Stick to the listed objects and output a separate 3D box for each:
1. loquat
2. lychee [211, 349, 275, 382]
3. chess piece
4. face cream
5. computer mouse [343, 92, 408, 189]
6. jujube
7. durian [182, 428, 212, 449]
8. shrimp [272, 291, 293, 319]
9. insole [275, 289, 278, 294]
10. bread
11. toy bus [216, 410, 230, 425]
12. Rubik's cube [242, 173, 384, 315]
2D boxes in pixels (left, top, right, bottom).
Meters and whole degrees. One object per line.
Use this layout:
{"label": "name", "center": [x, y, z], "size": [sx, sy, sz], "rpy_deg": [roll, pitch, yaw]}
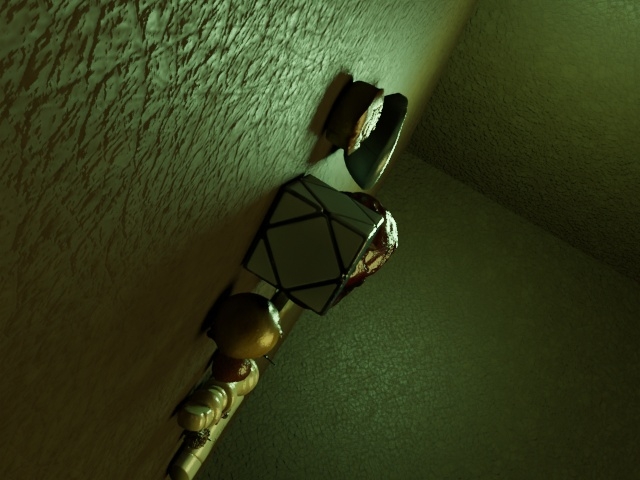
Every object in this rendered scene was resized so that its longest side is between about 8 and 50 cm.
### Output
{"label": "loquat", "center": [-0.156, 0.178, 1.365], "size": [0.163, 0.163, 0.137], "rpy_deg": [-52, 150, -53]}
{"label": "lychee", "center": [-0.218, 0.317, 1.699], "size": [0.140, 0.114, 0.101], "rpy_deg": [-32, -172, -40]}
{"label": "chess piece", "center": [-0.278, 0.419, 1.757], "size": [0.117, 0.117, 0.397], "rpy_deg": [-60, 173, 12]}
{"label": "face cream", "center": [-0.379, 0.642, 2.161], "size": [0.348, 0.081, 0.173], "rpy_deg": [-57, 174, -27]}
{"label": "computer mouse", "center": [0.138, -0.275, 1.715], "size": [0.188, 0.122, 0.371], "rpy_deg": [-59, -177, 35]}
{"label": "jujube", "center": [0.046, 0.017, 1.747], "size": [0.377, 0.276, 0.276], "rpy_deg": [-50, 170, -39]}
{"label": "durian", "center": [-0.368, 0.589, 1.958], "size": [0.080, 0.091, 0.080], "rpy_deg": [-53, -160, 29]}
{"label": "shrimp", "center": [-0.151, 0.238, 2.174], "size": [0.154, 0.062, 0.294], "rpy_deg": [-48, -178, 44]}
{"label": "insole", "center": [-0.131, 0.156, 2.200], "size": [0.064, 0.004, 0.188], "rpy_deg": [-60, 175, -3]}
{"label": "bread", "center": [0.077, -0.267, 1.366], "size": [0.156, 0.086, 0.125], "rpy_deg": [-58, 173, -21]}
{"label": "toy bus", "center": [-0.285, 0.459, 1.983], "size": [0.203, 0.090, 0.063], "rpy_deg": [-54, 173, -39]}
{"label": "Rubik's cube", "center": [-0.011, 0.001, 1.394], "size": [0.205, 0.207, 0.205], "rpy_deg": [-61, 173, 19]}
